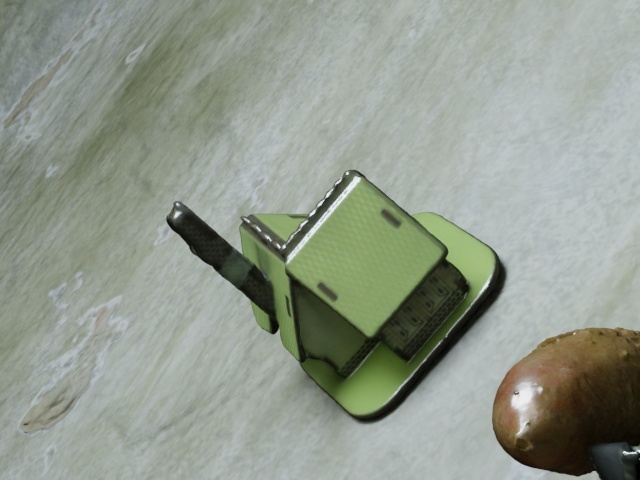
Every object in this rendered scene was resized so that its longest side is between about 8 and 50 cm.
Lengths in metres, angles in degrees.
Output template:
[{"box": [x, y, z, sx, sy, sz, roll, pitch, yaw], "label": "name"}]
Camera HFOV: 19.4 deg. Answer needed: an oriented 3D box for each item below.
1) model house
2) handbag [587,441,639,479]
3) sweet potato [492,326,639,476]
[{"box": [0.000, 0.000, 1.828, 0.218, 0.278, 0.205, -49, 31, -4], "label": "model house"}, {"box": [0.359, 0.147, 1.231, 0.247, 0.240, 0.340, -58, 33, -9], "label": "handbag"}, {"box": [0.220, 0.112, 1.414, 0.109, 0.109, 0.385, -32, -10, 22], "label": "sweet potato"}]
